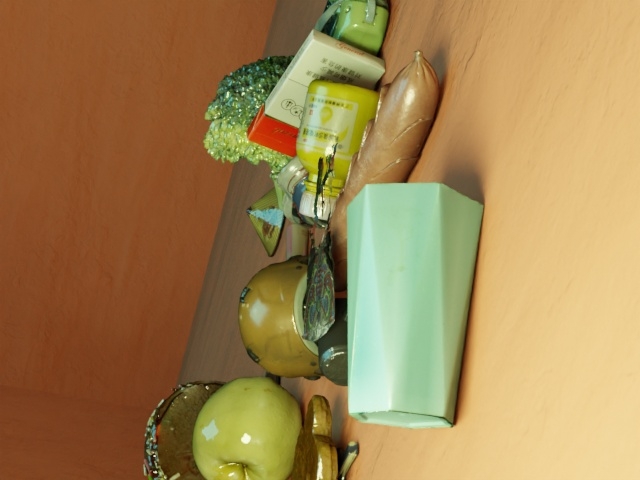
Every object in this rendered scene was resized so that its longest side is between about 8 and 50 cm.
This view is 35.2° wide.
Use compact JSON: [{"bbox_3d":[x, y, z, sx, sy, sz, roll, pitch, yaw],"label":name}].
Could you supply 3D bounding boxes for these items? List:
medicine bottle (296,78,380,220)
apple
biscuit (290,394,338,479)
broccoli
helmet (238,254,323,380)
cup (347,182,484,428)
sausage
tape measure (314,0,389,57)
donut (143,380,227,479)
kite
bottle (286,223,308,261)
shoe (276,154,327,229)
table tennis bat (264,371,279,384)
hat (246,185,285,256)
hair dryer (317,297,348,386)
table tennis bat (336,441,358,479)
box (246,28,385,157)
[{"bbox_3d":[0.020,-0.140,1.595,0.122,0.122,0.212,-142,63,-77],"label":"medicine bottle"},{"bbox_3d":[-0.117,0.323,1.673,0.200,0.200,0.200,-169,90,-79],"label":"apple"},{"bbox_3d":[-0.010,0.360,1.396,0.208,0.041,0.290,152,125,-77],"label":"biscuit"},{"bbox_3d":[-0.102,-0.219,1.954,0.375,0.249,0.301,-131,56,-69],"label":"broccoli"},{"bbox_3d":[-0.060,0.124,1.571,0.224,0.130,0.198,59,-155,-85],"label":"helmet"},{"bbox_3d":[0.095,0.072,1.043,0.134,0.148,0.235,44,-134,-64],"label":"cup"},{"bbox_3d":[0.073,-0.074,1.383,0.087,0.088,0.433,-90,16,-46],"label":"sausage"},{"bbox_3d":[0.048,-0.357,1.713,0.175,0.106,0.200,-94,21,-44],"label":"tape measure"},{"bbox_3d":[-0.192,0.377,1.781,0.103,0.270,0.269,-42,37,52],"label":"donut"},{"bbox_3d":[0.000,0.000,1.421,0.152,0.015,0.285,138,139,-66],"label":"kite"},{"bbox_3d":[-0.046,0.016,1.963,0.045,0.045,0.096,115,160,-49],"label":"bottle"},{"bbox_3d":[0.002,-0.066,1.745,0.099,0.125,0.227,-46,-21,-10],"label":"shoe"},{"bbox_3d":[-0.103,0.280,2.050,0.131,0.022,0.234,113,162,-47],"label":"table tennis bat"},{"bbox_3d":[-0.135,-0.061,2.386,0.193,0.082,0.193,-170,90,-79],"label":"hat"},{"bbox_3d":[0.068,0.076,1.344,0.114,0.071,0.248,-93,26,-54],"label":"hair dryer"},{"bbox_3d":[0.024,0.325,1.389,0.158,0.014,0.095,111,166,-46],"label":"table tennis bat"},{"bbox_3d":[-0.011,-0.233,1.685,0.245,0.139,0.035,-52,28,42],"label":"box"}]
